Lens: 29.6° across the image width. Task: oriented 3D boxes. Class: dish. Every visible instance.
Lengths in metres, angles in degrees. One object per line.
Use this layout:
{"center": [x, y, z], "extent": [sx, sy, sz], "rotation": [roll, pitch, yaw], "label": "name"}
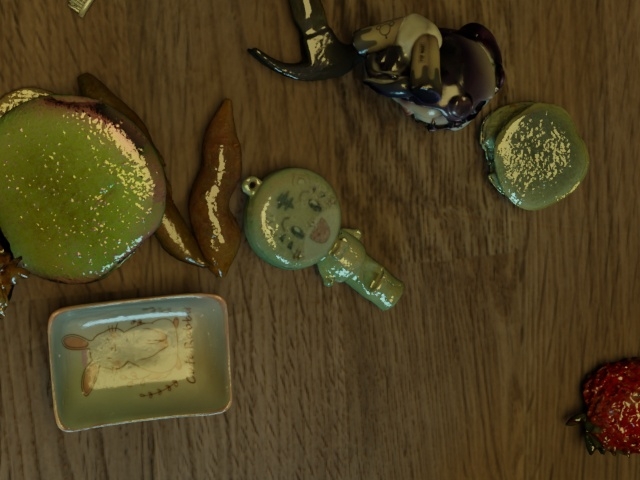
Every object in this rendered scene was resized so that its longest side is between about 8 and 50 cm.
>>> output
{"center": [-0.218, 0.138, 1.451], "extent": [0.212, 0.077, 0.151], "rotation": [-5, 101, -16], "label": "dish"}

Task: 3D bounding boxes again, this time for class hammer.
{"center": [-0.053, -0.404, 1.444], "extent": [0.168, 0.044, 0.440], "rotation": [-20, 102, -15], "label": "hammer"}

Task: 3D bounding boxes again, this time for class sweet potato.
{"center": [-0.127, -0.063, 1.464], "extent": [0.065, 0.051, 0.218], "rotation": [0, 97, -13], "label": "sweet potato"}
{"center": [-0.211, -0.077, 1.430], "extent": [0.067, 0.067, 0.274], "rotation": [-31, 100, -10], "label": "sweet potato"}

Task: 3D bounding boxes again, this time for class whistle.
{"center": [0.000, 0.000, 1.505], "extent": [0.258, 0.067, 0.126], "rotation": [37, 74, -22], "label": "whistle"}

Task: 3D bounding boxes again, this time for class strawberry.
{"center": [0.437, 0.229, 1.653], "extent": [0.192, 0.085, 0.140], "rotation": [5, 94, -19], "label": "strawberry"}

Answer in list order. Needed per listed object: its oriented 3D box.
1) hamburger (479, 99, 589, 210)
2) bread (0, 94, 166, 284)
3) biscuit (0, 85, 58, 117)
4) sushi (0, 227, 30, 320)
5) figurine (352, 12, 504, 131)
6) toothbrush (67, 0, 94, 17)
{"center": [0.277, -0.114, 1.570], "extent": [0.133, 0.062, 0.140], "rotation": [-28, 106, -7], "label": "hamburger"}
{"center": [-0.289, -0.056, 1.390], "extent": [0.228, 0.033, 0.228], "rotation": [0, 106, 1], "label": "bread"}
{"center": [-0.334, -0.120, 1.413], "extent": [0.120, 0.015, 0.120], "rotation": [-2, 98, -16], "label": "biscuit"}
{"center": [-0.498, 0.059, 1.294], "extent": [0.348, 0.207, 0.234], "rotation": [-34, 111, -5], "label": "sushi"}
{"center": [0.142, -0.209, 1.467], "extent": [0.222, 0.145, 0.145], "rotation": [17, 93, -58], "label": "figurine"}
{"center": [-0.211, -0.380, 1.413], "extent": [0.025, 0.019, 0.275], "rotation": [34, 88, -10], "label": "toothbrush"}
